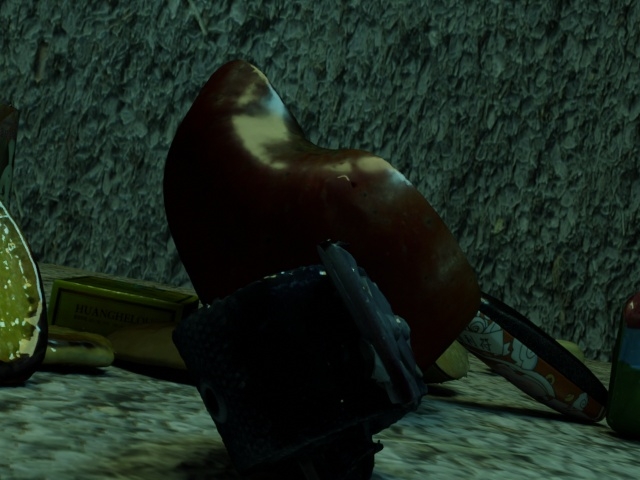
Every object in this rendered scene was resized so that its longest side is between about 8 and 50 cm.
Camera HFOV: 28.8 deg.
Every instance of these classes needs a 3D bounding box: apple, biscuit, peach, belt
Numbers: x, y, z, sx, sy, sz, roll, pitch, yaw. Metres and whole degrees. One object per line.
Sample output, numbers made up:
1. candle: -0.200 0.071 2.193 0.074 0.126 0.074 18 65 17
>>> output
1. apple: 0.000 0.000 1.257 0.295 0.328 0.365 -10 -28 6
2. biscuit: -0.279 0.081 1.014 0.247 0.029 0.118 9 -2 -44
3. peach: -0.307 -0.004 0.904 0.068 0.279 0.189 -35 -12 22
4. belt: -0.001 0.086 0.725 0.122 0.128 0.218 -27 -8 5

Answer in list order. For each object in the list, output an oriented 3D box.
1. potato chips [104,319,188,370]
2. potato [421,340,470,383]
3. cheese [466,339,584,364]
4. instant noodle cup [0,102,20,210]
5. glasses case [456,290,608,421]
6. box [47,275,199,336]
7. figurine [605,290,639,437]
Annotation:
1. potato chips: -0.128 0.103 1.178 0.150 0.049 0.202 17 -10 -33
2. potato: 0.084 0.109 1.512 0.117 0.182 0.202 -29 -11 19
3. cheese: 0.342 0.191 2.039 0.163 0.070 0.249 9 -2 20
4. instant noodle cup: -0.421 -0.043 1.272 0.243 0.231 0.243 12 0 0
5. glasses case: 0.230 0.129 1.416 0.267 0.067 0.103 36 -10 -28
6. box: -0.215 0.081 1.389 0.141 0.064 0.220 10 1 -2
7. figurine: 0.434 0.146 1.342 0.234 0.185 0.127 8 18 13
